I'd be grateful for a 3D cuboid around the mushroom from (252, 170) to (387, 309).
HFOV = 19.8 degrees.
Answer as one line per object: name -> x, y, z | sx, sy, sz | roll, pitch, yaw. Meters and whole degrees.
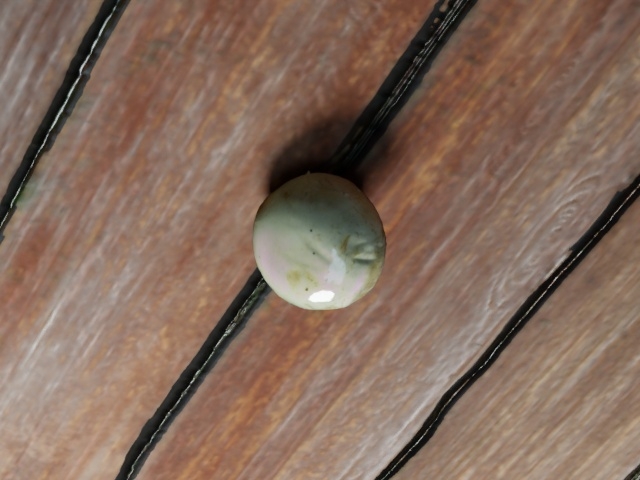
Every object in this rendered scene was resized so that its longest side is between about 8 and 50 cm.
mushroom -> 0.000, 0.000, 1.091 | 0.083, 0.067, 0.083 | 8, 111, 22
